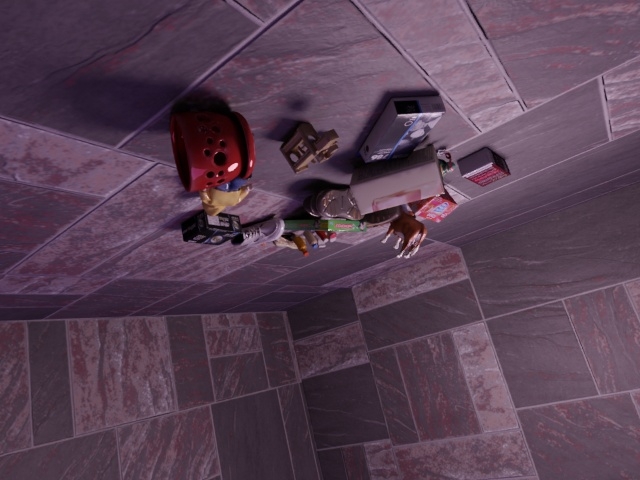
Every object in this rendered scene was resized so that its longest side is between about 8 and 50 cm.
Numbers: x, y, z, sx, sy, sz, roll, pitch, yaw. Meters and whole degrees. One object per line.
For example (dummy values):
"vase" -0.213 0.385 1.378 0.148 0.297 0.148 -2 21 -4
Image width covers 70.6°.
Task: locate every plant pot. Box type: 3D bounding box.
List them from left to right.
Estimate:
"plant pot" -0.266 -0.227 1.121 0.174 0.191 0.191 -14 165 -27

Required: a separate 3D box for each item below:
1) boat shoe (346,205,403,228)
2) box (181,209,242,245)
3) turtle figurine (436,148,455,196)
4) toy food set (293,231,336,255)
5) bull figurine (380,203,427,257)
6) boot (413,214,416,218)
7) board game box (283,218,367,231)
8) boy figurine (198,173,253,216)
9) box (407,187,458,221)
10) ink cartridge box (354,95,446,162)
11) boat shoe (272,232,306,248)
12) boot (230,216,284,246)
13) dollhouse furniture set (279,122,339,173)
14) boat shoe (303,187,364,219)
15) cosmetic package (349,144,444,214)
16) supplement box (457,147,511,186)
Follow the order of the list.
"boat shoe" 0.243 -0.114 1.942 0.116 0.123 0.324 10 172 -33
"box" -0.423 -0.047 1.761 0.147 0.078 0.180 -24 161 32
"turtle figurine" 0.411 -0.250 1.674 0.234 0.175 0.118 -13 -170 31
"toy food set" 0.000 0.000 2.156 0.232 0.105 0.111 -4 138 -37
"bull figurine" 0.349 -0.045 1.909 0.101 0.189 0.310 21 -166 -15
"boot" 0.427 -0.103 2.341 0.121 0.045 0.099 -9 166 -20
"board game box" 0.009 -0.063 1.916 0.213 0.046 0.317 0 -178 -40
"boy figurine" -0.307 -0.164 1.453 0.177 0.092 0.285 -5 162 -30
"box" 0.469 -0.177 1.940 0.122 0.128 0.256 -43 151 25
"ink cartridge box" 0.238 -0.326 1.419 0.165 0.065 0.333 -9 164 -18
"boat shoe" -0.137 -0.004 2.171 0.189 0.068 0.072 0 143 -44
"boot" -0.273 -0.026 1.914 0.123 0.095 0.258 -6 164 -47
"dollhouse furniture set" -0.002 -0.302 1.312 0.161 0.101 0.182 -33 179 -42
"boat shoe" 0.062 -0.150 1.792 0.130 0.133 0.355 6 -179 34
"cosmetic package" 0.266 -0.207 1.564 0.296 0.129 0.153 -13 -150 21
"supplement box" 0.674 -0.296 1.854 0.130 0.073 0.239 -25 160 34
